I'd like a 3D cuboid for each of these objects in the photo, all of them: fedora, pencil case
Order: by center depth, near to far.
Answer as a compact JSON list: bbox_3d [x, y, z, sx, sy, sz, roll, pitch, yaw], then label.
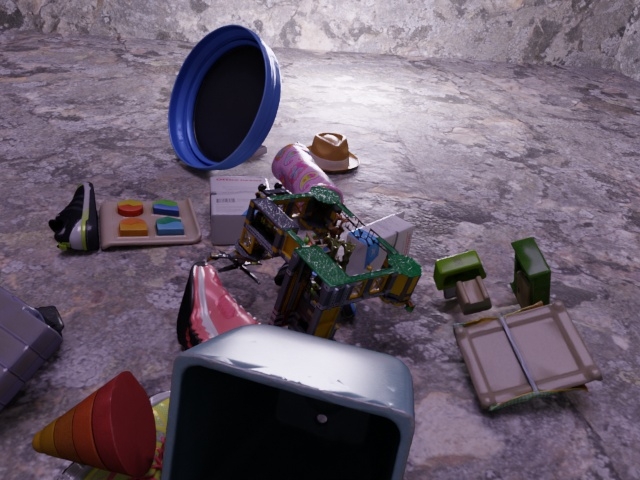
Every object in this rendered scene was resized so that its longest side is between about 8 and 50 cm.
[{"bbox_3d":[-0.034,-0.140,1.455,0.124,0.124,0.284,-4,30,-17],"label":"pencil case"},{"bbox_3d":[0.028,-0.266,1.719,0.195,0.079,0.194,4,31,-3],"label":"fedora"}]

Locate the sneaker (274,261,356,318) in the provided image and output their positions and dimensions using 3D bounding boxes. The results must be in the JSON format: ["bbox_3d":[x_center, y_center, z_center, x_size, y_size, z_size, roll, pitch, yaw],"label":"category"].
[{"bbox_3d":[-0.010,0.101,1.113,0.188,0.067,0.078,28,58,30],"label":"sneaker"}]

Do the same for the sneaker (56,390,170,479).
[{"bbox_3d":[-0.227,0.280,0.751,0.094,0.081,0.208,27,42,20],"label":"sneaker"}]

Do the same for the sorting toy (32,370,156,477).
[{"bbox_3d":[-0.255,0.317,0.604,0.126,0.127,0.365,-12,51,4],"label":"sorting toy"}]

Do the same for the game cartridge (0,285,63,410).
[{"bbox_3d":[-0.558,0.144,0.844,0.355,0.068,0.230,23,58,27],"label":"game cartridge"}]

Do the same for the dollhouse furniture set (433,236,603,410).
[{"bbox_3d":[0.334,0.168,1.043,0.198,0.151,0.301,-16,49,4],"label":"dollhouse furniture set"}]

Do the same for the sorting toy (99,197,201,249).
[{"bbox_3d":[-0.382,-0.048,1.314,0.208,0.038,0.193,-6,32,-19],"label":"sorting toy"}]

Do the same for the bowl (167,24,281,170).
[{"bbox_3d":[-0.258,-0.373,1.579,0.391,0.391,0.077,33,14,38],"label":"bowl"}]

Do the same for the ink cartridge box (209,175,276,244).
[{"bbox_3d":[-0.181,-0.072,1.347,0.140,0.082,0.190,-1,29,-11],"label":"ink cartridge box"}]

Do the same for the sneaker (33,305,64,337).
[{"bbox_3d":[-0.504,0.133,0.960,0.217,0.079,0.121,23,24,27],"label":"sneaker"}]

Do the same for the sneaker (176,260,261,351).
[{"bbox_3d":[-0.155,0.153,0.970,0.136,0.115,0.313,9,31,-24],"label":"sneaker"}]

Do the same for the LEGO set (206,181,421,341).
[{"bbox_3d":[-0.010,0.063,1.021,0.331,0.192,0.255,39,35,28],"label":"LEGO set"}]

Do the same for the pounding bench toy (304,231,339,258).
[{"bbox_3d":[0.000,0.000,1.252,0.065,0.083,0.052,-4,32,-18],"label":"pounding bench toy"}]

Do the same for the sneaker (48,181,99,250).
[{"bbox_3d":[-0.528,-0.056,1.257,0.097,0.084,0.234,-7,32,-18],"label":"sneaker"}]

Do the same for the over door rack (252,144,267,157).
[{"bbox_3d":[-0.240,-0.419,1.782,0.108,0.239,0.324,-19,38,-27],"label":"over door rack"}]

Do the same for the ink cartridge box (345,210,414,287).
[{"bbox_3d":[0.132,0.014,1.230,0.180,0.104,0.060,-22,40,-38],"label":"ink cartridge box"}]

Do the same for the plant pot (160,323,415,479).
[{"bbox_3d":[-0.020,0.231,0.713,0.247,0.247,0.252,12,13,11],"label":"plant pot"}]
